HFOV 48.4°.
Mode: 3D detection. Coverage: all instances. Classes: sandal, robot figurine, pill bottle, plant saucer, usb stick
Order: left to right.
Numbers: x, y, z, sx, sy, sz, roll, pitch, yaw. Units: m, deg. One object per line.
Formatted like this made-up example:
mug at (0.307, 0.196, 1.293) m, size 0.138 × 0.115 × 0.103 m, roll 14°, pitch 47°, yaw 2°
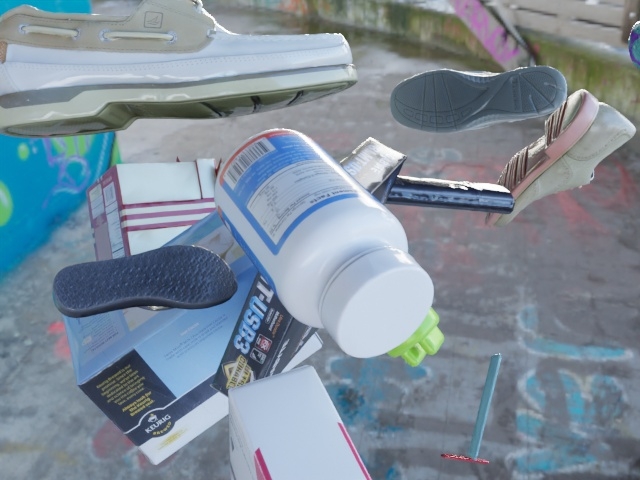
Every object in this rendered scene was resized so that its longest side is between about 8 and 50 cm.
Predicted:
sandal at (-0.246, 0.061, 1.012) m, size 0.254 × 0.054 × 0.097 m, roll -2°, pitch 61°, yaw -21°
pill bottle at (0.000, 0.000, 0.635) m, size 0.124 × 0.124 × 0.221 m, roll -18°, pitch 42°, yaw -22°
robot figurine at (0.077, 0.074, 0.742) m, size 0.115 × 0.101 × 0.067 m, roll 51°, pitch 30°, yaw 4°
usb stick at (0.203, -0.079, 1.221) m, size 0.277 × 0.045 × 0.077 m, roll 4°, pitch 26°, yaw -18°
plant saucer at (0.295, 0.295, 1.278) m, size 0.018 × 0.192 × 0.067 m, roll 14°, pitch -5°, yaw 18°

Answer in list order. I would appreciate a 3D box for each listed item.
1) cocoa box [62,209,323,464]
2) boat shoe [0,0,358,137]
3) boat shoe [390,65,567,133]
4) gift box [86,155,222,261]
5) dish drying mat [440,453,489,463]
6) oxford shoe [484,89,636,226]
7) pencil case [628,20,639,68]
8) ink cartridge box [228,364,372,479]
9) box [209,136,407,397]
cocoa box at (-0.222, 0.152, 1.215) m, size 0.347 × 0.228 × 0.231 m, roll -35°, pitch 34°, yaw -7°
boat shoe at (-0.121, -0.154, 0.589) m, size 0.302 × 0.103 × 0.113 m, roll -7°, pitch 0°, yaw -6°
boat shoe at (0.291, -0.261, 1.324) m, size 0.320 × 0.118 × 0.103 m, roll -4°, pitch 1°, yaw 21°
gift box at (-0.338, -0.059, 1.542) m, size 0.258 × 0.277 × 0.255 m, roll -5°, pitch -3°, yaw -35°
dish drying mat at (0.265, 0.401, 1.306) m, size 0.083 × 0.032 × 0.008 m, roll 9°, pitch 71°, yaw -2°
oxford shoe at (0.479, -0.131, 1.477) m, size 0.146 × 0.397 × 0.141 m, roll 25°, pitch 55°, yaw -7°
pencil case at (0.440, -0.248, 0.829) m, size 0.070 × 0.065 × 0.151 m, roll -8°, pitch 0°, yaw -33°
ink cartridge box at (-0.026, 0.281, 0.762) m, size 0.100 × 0.237 × 0.172 m, roll -14°, pitch 45°, yaw -19°
box at (-0.009, 0.036, 0.953) m, size 0.073 × 0.296 × 0.293 m, roll 29°, pitch 31°, yaw 9°
